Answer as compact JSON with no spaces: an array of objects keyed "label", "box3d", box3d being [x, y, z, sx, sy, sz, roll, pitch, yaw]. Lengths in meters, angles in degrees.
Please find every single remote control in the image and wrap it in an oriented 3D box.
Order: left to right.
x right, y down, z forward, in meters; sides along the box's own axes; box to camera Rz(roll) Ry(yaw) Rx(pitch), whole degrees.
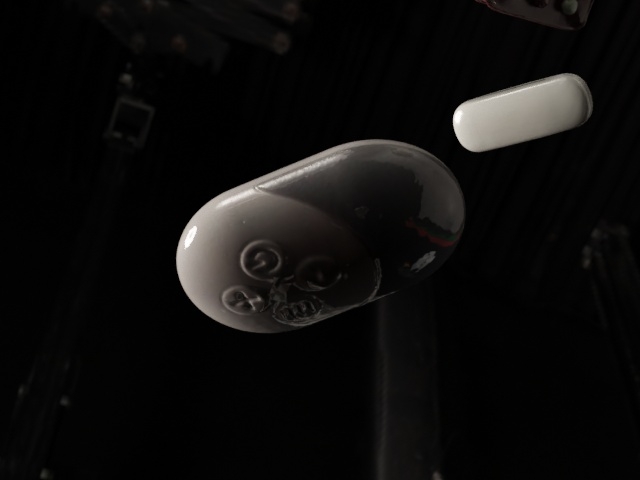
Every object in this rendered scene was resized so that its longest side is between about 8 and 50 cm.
[{"label":"remote control","box3d":[0.000,0.000,1.377,0.103,0.332,0.221,-102,-15,-45]}]

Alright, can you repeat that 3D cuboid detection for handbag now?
[{"label":"handbag","box3d":[0.336,-0.423,1.799,0.203,0.216,0.074,10,-155,-30]}]

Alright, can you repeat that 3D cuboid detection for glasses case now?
[{"label":"glasses case","box3d":[0.271,-0.172,1.670,0.193,0.074,0.049,-14,-165,29]}]
